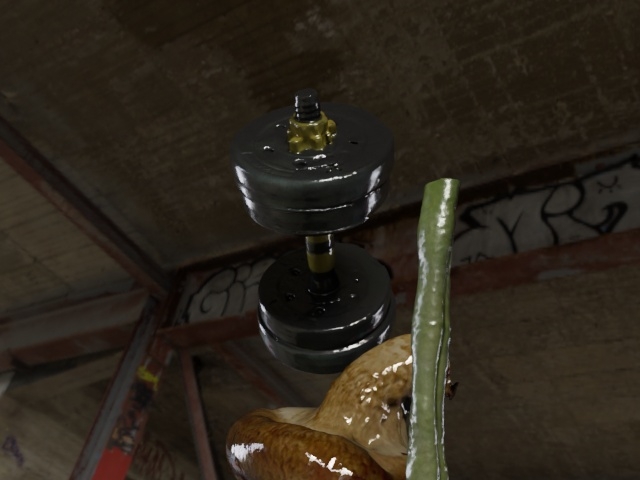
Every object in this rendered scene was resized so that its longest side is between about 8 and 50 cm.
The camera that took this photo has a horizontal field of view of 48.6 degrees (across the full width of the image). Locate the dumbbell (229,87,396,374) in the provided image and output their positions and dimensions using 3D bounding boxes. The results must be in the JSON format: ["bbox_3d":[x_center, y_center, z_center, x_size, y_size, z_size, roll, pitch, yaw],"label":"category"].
[{"bbox_3d":[0.000,0.000,0.847,0.185,0.185,0.388,5,-51,12],"label":"dumbbell"}]

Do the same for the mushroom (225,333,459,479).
[{"bbox_3d":[0.020,0.240,0.816,0.267,0.254,0.267,9,-44,9],"label":"mushroom"}]

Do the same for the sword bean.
[{"bbox_3d":[0.092,0.079,0.586,0.038,0.269,0.043,-6,-15,45],"label":"sword bean"}]
